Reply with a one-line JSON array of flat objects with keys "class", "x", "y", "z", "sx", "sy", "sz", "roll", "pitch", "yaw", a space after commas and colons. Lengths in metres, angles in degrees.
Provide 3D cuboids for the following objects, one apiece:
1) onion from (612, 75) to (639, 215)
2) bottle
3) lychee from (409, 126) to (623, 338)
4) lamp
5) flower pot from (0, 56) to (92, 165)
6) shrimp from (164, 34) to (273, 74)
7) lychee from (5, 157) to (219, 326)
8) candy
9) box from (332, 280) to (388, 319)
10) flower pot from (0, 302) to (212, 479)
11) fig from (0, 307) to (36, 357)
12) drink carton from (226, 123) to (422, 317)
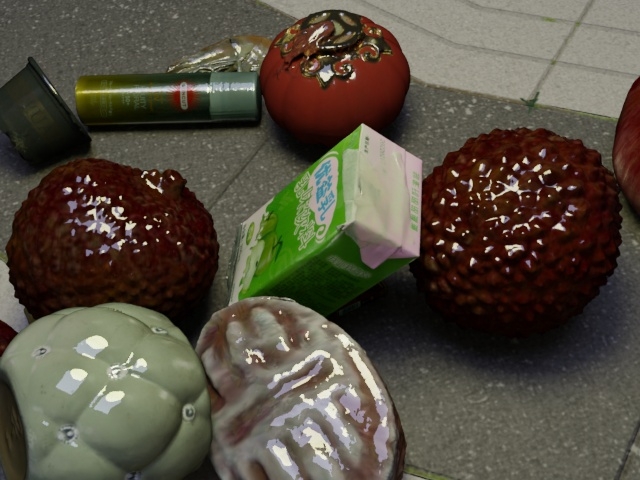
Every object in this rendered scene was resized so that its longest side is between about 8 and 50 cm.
[{"class": "onion", "x": 0.561, "y": -0.158, "z": 1.238, "sx": 0.348, "sy": 0.285, "sz": 0.347, "roll": -10, "pitch": 59, "yaw": 16}, {"class": "bottle", "x": -0.237, "y": -0.225, "z": 1.481, "sx": 0.286, "sy": 0.082, "sz": 0.082, "roll": -1, "pitch": 51, "yaw": 3}, {"class": "lychee", "x": 0.247, "y": -0.011, "z": 1.161, "sx": 0.300, "sy": 0.264, "sz": 0.264, "roll": -12, "pitch": 49, "yaw": -28}, {"class": "lamp", "x": 0.021, "y": -0.246, "z": 1.398, "sx": 0.227, "sy": 0.227, "sz": 0.226, "roll": -2, "pitch": 51, "yaw": 3}, {"class": "flower pot", "x": -0.439, "y": -0.190, "z": 1.435, "sx": 0.107, "sy": 0.157, "sz": 0.157, "roll": -35, "pitch": 56, "yaw": -6}, {"class": "shrimp", "x": -0.163, "y": -0.276, "z": 1.545, "sx": 0.224, "sy": 0.047, "sz": 0.126, "roll": -20, "pitch": 62, "yaw": -13}, {"class": "lychee", "x": -0.259, "y": 0.015, "z": 1.193, "sx": 0.261, "sy": 0.260, "sz": 0.260, "roll": -2, "pitch": 51, "yaw": 3}, {"class": "candy", "x": -0.027, "y": 0.201, "z": 1.073, "sx": 0.214, "sy": 0.157, "sz": 0.289, "roll": -36, "pitch": 61, "yaw": 0}, {"class": "box", "x": 0.044, "y": 0.067, "z": 1.261, "sx": 0.082, "sy": 0.023, "sz": 0.051, "roll": -24, "pitch": 54, "yaw": -15}, {"class": "flower pot", "x": -0.242, "y": 0.186, "z": 1.016, "sx": 0.195, "sy": 0.246, "sz": 0.246, "roll": -10, "pitch": 47, "yaw": -33}, {"class": "fig", "x": -0.414, "y": 0.166, "z": 1.136, "sx": 0.250, "sy": 0.204, "sz": 0.186, "roll": -5, "pitch": 78, "yaw": -44}, {"class": "drink carton", "x": 0.000, "y": 0.000, "z": 1.158, "sx": 0.108, "sy": 0.271, "sz": 0.161, "roll": 28, "pitch": 47, "yaw": -26}]
